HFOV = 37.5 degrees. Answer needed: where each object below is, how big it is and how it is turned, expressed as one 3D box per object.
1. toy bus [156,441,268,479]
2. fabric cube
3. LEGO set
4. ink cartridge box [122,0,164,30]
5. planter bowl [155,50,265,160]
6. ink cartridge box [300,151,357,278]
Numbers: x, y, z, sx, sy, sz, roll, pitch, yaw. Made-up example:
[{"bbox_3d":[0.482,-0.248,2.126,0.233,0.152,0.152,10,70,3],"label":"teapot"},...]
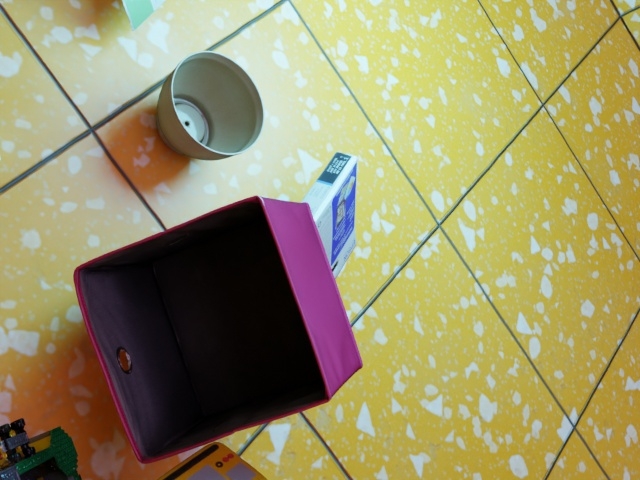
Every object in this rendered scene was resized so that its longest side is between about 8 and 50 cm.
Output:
[{"bbox_3d":[-0.145,0.393,1.120,0.108,0.130,0.333,-30,140,-43],"label":"toy bus"},{"bbox_3d":[-0.118,0.103,1.211,0.258,0.259,0.254,-11,80,-79],"label":"fabric cube"},{"bbox_3d":[-0.357,0.381,1.043,0.255,0.192,0.331,-56,124,-82],"label":"LEGO set"},{"bbox_3d":[-0.260,-0.449,1.420,0.235,0.056,0.171,-54,144,-37],"label":"ink cartridge box"},{"bbox_3d":[-0.180,-0.189,1.418,0.162,0.109,0.162,14,68,-36],"label":"planter bowl"},{"bbox_3d":[0.000,0.000,1.496,0.208,0.045,0.206,87,27,-47],"label":"ink cartridge box"}]
